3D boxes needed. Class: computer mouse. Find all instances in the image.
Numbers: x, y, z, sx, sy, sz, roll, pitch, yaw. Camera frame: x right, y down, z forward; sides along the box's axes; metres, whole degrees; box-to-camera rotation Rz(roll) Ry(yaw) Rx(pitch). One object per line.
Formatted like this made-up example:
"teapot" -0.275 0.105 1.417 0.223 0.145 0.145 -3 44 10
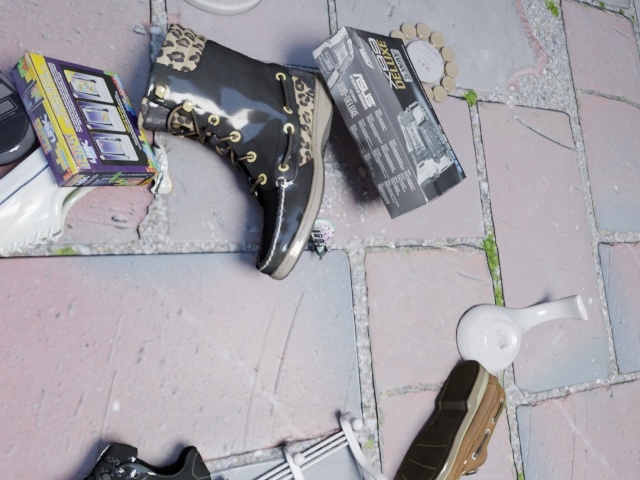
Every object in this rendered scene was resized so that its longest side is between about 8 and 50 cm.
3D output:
"computer mouse" -0.474 -0.202 0.598 0.188 0.072 0.272 -35 83 -22

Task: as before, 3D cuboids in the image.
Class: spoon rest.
"spoon rest" 0.402 0.180 0.908 0.276 0.084 0.137 -16 86 -11

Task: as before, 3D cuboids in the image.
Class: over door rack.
"over door rack" 0.015 0.466 0.666 0.239 0.108 0.324 -19 89 -24

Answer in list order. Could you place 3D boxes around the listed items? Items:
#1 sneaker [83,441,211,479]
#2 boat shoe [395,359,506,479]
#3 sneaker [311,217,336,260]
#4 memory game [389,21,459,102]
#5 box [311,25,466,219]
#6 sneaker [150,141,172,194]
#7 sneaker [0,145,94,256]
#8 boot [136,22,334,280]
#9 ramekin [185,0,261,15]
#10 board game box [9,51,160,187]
"sneaker" -0.285 0.341 0.570 0.293 0.102 0.146 -4 78 -29
"boat shoe" 0.242 0.364 0.778 0.104 0.110 0.307 43 68 -10
"sneaker" 0.000 0.000 0.755 0.098 0.038 0.069 22 75 -65
"memory game" 0.221 -0.383 0.954 0.186 0.012 0.186 4 79 -22
"box" 0.136 -0.214 0.796 0.242 0.076 0.308 -28 93 -55
"sneaker" -0.256 -0.113 0.691 0.037 0.032 0.083 -10 84 -24
"sneaker" -0.393 -0.026 0.583 0.091 0.094 0.258 39 69 -11
"boot" -0.134 -0.146 0.690 0.284 0.138 0.378 17 71 -21
"ramekin" -0.171 -0.510 0.754 0.207 0.109 0.207 4 79 -23
"board game box" -0.319 -0.159 0.617 0.141 0.048 0.170 -16 80 -62
